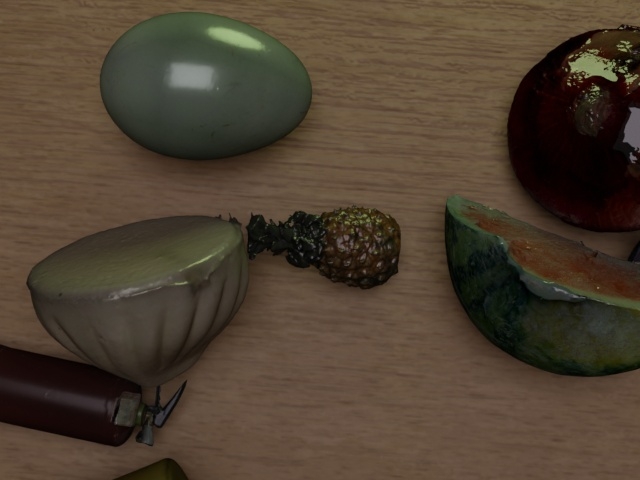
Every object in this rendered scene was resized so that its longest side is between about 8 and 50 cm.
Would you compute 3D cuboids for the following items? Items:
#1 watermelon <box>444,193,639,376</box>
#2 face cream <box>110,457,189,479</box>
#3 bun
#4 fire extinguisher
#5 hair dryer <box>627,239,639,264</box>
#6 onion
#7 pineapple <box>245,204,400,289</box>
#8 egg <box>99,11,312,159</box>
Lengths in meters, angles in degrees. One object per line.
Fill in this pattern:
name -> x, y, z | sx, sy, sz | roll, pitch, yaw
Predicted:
watermelon -> 0.262, 0.054, 1.240 | 0.305, 0.224, 0.180 | 25, 63, 19
face cream -> -0.217, 0.383, 1.179 | 0.179, 0.218, 0.218 | -22, 82, -4
bun -> -0.203, 0.086, 1.232 | 0.263, 0.263, 0.175 | -11, 107, -1
fire extinguisher -> -0.307, 0.190, 1.271 | 0.268, 0.105, 0.105 | 12, 81, 3
hair dryer -> 0.584, -0.012, 1.295 | 0.301, 0.121, 0.361 | 29, 75, 11
onion -> 0.355, -0.150, 1.262 | 0.272, 0.195, 0.272 | -5, 75, 21
pineapple -> 0.000, 0.000, 1.277 | 0.197, 0.108, 0.108 | 9, 81, -18
egg -> -0.142, -0.191, 1.286 | 0.264, 0.183, 0.183 | 3, 81, -5
